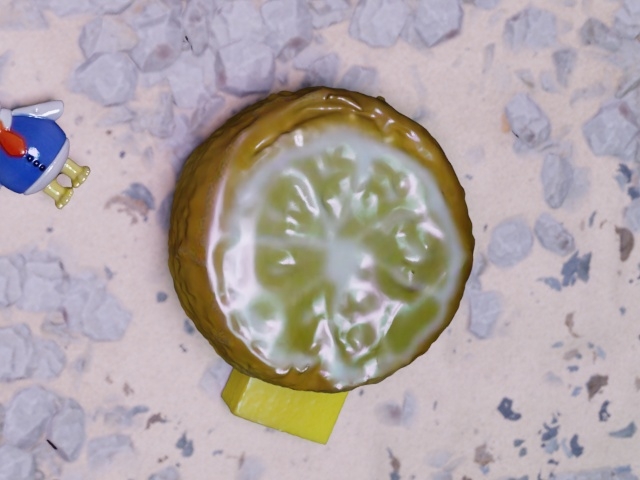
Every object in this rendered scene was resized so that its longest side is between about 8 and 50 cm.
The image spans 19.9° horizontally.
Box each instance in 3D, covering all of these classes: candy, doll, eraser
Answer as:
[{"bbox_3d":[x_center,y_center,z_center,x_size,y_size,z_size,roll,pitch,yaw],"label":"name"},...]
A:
[{"bbox_3d":[0.000,0.000,1.503,0.259,0.118,0.260,2,86,-22],"label":"candy"},{"bbox_3d":[-0.248,-0.083,1.444,0.143,0.057,0.099,41,90,-21],"label":"doll"},{"bbox_3d":[-0.017,0.105,1.593,0.097,0.045,0.122,22,97,-24],"label":"eraser"}]
